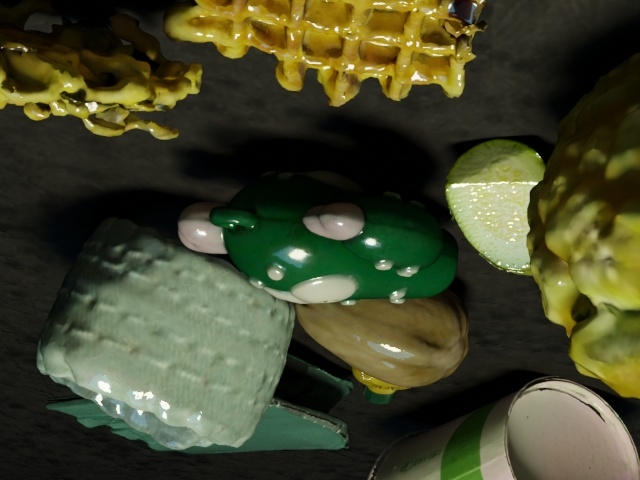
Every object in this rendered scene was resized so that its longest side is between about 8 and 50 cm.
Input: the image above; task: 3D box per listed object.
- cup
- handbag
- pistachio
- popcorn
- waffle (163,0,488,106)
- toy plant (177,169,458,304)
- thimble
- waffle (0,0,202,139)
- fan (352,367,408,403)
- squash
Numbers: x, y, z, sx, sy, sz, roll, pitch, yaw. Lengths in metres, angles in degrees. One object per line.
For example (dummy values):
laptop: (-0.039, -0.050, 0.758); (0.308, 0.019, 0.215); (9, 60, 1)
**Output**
cup: (0.218, 0.298, 1.716); (0.253, 0.253, 0.274); (17, 147, -21)
handbag: (-0.132, 0.170, 1.684); (0.274, 0.100, 0.268); (-13, 153, 38)
pistachio: (0.063, 0.078, 1.429); (0.185, 0.126, 0.108); (18, 110, -16)
popcorn: (0.310, -0.004, 1.014); (0.335, 0.274, 0.279); (-15, 121, 23)
waffle: (0.025, -0.176, 0.925); (0.309, 0.065, 0.283); (-9, 150, 39)
toy plant: (0.002, -0.001, 1.247); (0.232, 0.113, 0.243); (1, 170, 25)
thimble: (-0.140, 0.099, 1.379); (0.204, 0.172, 0.250); (13, 165, 42)
waffle: (-0.223, -0.127, 0.958); (0.262, 0.060, 0.280); (23, -161, 34)
fan: (0.074, 0.153, 1.657); (0.082, 0.039, 0.155); (6, 156, 0)
squash: (0.175, -0.007, 1.240); (0.090, 0.075, 0.200); (-29, 147, 11)
